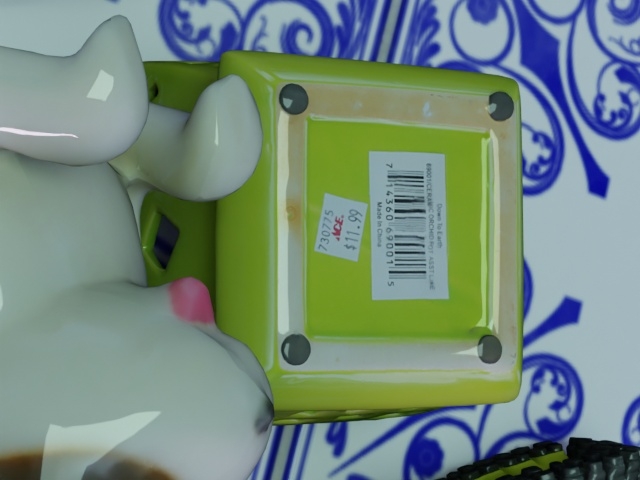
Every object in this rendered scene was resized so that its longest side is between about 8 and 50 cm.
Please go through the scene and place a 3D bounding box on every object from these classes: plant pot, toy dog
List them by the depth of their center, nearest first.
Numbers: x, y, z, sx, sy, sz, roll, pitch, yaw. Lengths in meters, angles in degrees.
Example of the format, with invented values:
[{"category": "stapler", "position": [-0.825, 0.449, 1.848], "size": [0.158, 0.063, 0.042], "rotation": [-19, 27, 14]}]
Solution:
[{"category": "toy dog", "position": [-0.201, 0.036, 0.740], "size": [0.408, 0.284, 0.395], "rotation": [43, 87, 15]}, {"category": "plant pot", "position": [0.000, 0.000, 0.960], "size": [0.227, 0.207, 0.228], "rotation": [2, 85, -27]}]

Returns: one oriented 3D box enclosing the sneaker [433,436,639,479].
[{"category": "sneaker", "position": [0.086, 0.232, 1.033], "size": [0.343, 0.134, 0.146], "rotation": [-10, 93, -29]}]
